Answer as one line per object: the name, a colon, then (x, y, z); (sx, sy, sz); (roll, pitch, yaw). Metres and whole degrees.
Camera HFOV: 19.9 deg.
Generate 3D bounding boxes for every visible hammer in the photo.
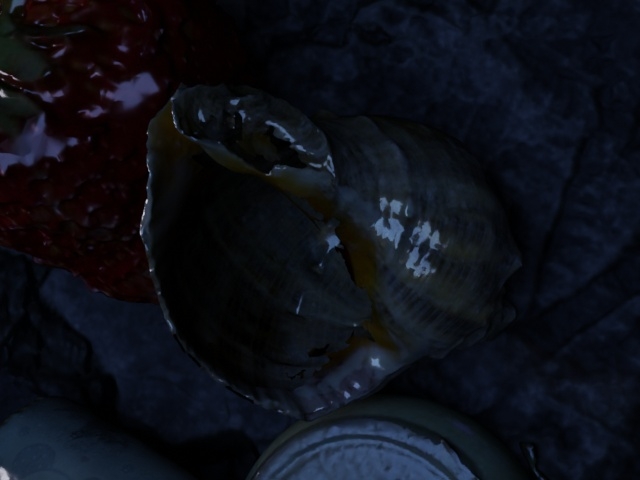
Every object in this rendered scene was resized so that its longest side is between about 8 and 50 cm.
hammer: (-0.176, 0.280, 1.330); (0.202, 0.113, 0.306); (28, 114, 42)

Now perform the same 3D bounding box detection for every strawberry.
strawberry: (-0.174, -0.096, 1.286); (0.261, 0.257, 0.261); (-12, 65, 28)

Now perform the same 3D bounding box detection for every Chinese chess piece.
Chinese chess piece: (0.048, 0.217, 1.257); (0.237, 0.092, 0.238); (0, 90, 20)

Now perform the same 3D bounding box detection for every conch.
conch: (0.002, -0.004, 1.227); (0.291, 0.159, 0.210); (35, 104, -14)
